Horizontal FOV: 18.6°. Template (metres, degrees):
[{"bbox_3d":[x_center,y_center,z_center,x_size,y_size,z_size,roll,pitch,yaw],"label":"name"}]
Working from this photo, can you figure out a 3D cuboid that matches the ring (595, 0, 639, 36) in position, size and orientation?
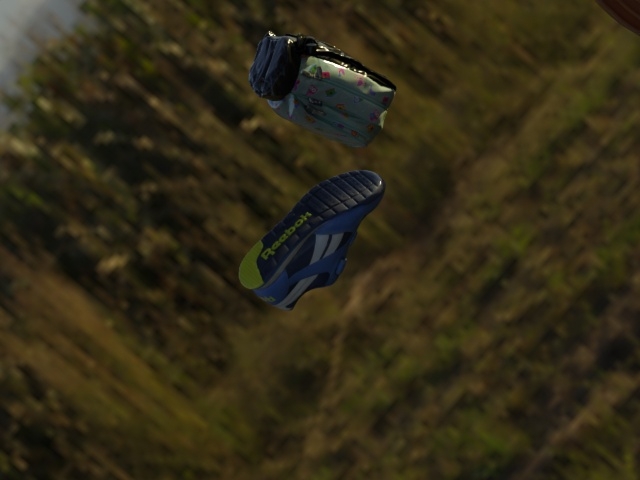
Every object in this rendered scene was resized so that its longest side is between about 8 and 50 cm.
[{"bbox_3d":[0.312,-0.281,1.332,0.336,0.336,0.032,-48,31,14],"label":"ring"}]

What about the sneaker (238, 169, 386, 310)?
[{"bbox_3d":[0.000,0.000,1.610,0.144,0.059,0.053,-41,36,-1],"label":"sneaker"}]

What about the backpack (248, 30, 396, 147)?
[{"bbox_3d":[0.005,-0.198,2.560,0.115,0.182,0.152,-65,20,5],"label":"backpack"}]
